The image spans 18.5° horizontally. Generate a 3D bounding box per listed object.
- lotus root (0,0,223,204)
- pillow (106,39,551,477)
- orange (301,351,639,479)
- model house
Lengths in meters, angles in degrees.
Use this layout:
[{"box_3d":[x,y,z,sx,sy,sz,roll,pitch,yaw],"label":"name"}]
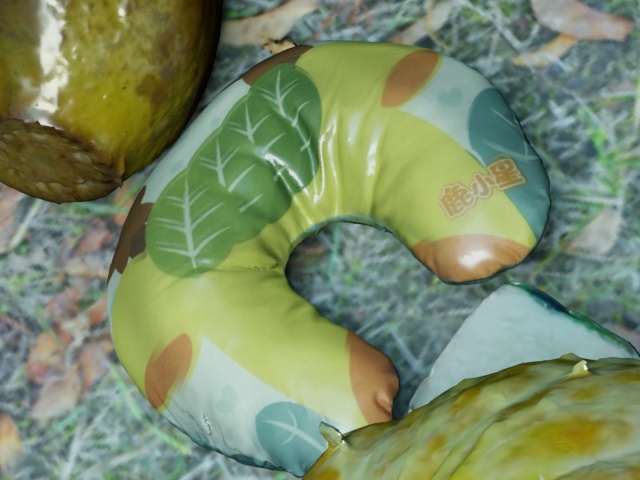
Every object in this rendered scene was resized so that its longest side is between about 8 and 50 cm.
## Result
[{"box_3d":[-0.142,-0.156,1.047,0.193,0.193,0.291,-10,66,10],"label":"lotus root"},{"box_3d":[0.000,0.000,0.974,0.214,0.086,0.233,32,73,37],"label":"pillow"},{"box_3d":[0.085,0.193,0.697,0.329,0.249,0.329,-32,33,24],"label":"orange"},{"box_3d":[0.104,0.090,0.907,0.101,0.100,0.088,32,72,22],"label":"model house"}]
